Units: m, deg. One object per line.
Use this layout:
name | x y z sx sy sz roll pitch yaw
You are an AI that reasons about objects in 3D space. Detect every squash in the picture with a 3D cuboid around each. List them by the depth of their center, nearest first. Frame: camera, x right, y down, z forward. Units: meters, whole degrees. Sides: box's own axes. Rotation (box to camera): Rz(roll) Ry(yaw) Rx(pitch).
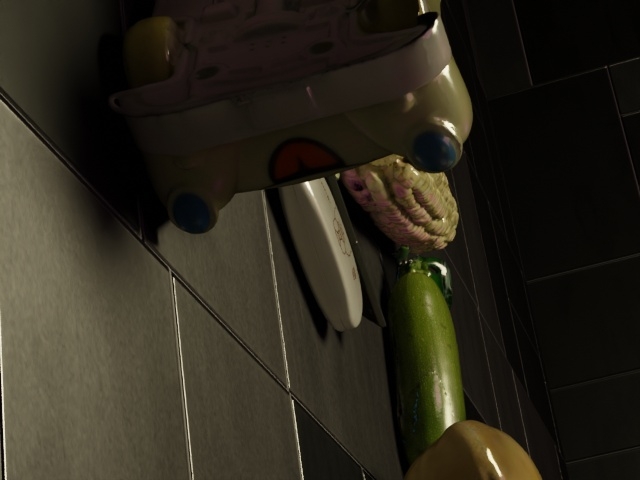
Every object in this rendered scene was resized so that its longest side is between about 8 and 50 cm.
squash | 0.123 0.135 1.851 0.087 0.087 0.331 62 18 -48

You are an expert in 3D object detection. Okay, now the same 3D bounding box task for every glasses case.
glasses case | 0.000 0.000 1.528 0.074 0.049 0.193 -82 155 -64

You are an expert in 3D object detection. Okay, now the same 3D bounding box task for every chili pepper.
chili pepper | 0.138 0.100 2.015 0.216 0.062 0.108 -74 147 -64

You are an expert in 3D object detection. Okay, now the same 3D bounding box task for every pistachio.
pistachio | 0.167 0.310 1.607 0.181 0.162 0.293 34 -39 55

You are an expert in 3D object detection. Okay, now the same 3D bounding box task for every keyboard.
keyboard | -0.006 -0.087 1.573 0.103 0.041 0.381 31 -42 61

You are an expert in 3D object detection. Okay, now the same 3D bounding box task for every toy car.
toy car | -0.009 -0.131 1.220 0.336 0.242 0.226 -91 165 -53

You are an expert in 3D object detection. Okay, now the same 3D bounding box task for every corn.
corn | 0.103 -0.060 1.933 0.335 0.127 0.126 56 22 -67

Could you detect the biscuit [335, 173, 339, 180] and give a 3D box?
biscuit | -0.019 -0.168 1.672 0.121 0.041 0.199 -86 160 -62
